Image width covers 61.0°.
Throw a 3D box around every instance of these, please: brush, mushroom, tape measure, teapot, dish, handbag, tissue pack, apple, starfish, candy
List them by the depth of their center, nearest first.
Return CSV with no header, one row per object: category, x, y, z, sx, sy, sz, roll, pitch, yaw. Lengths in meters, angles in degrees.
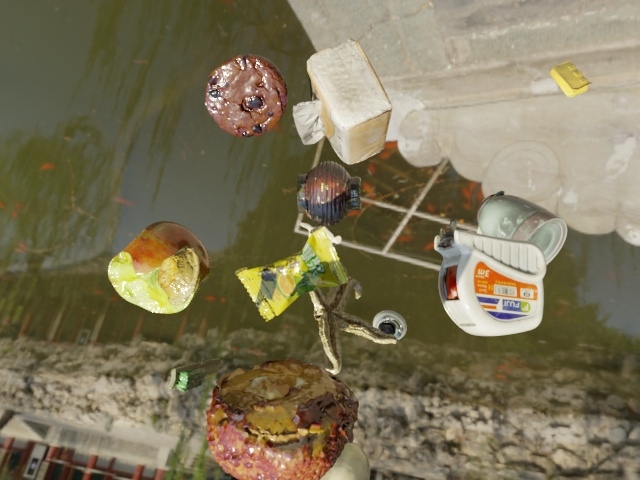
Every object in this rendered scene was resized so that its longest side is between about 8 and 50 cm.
handbag,0.576,-0.375,1.252,0.061,0.083,0.027,-23,158,-13
tape measure,0.406,0.098,1.311,0.258,0.265,0.130,8,170,-20
brush,-0.299,0.331,1.351,0.048,0.054,0.282,20,176,11
tissue pack,0.042,-0.329,1.414,0.239,0.238,0.305,10,173,5
apple,-0.414,0.078,1.438,0.226,0.246,0.246,45,147,-10
candy,-0.078,0.097,1.541,0.297,0.081,0.187,-25,104,17
mushroom,0.031,0.845,1.895,0.315,0.315,0.356,-3,153,29
starfish,0.097,0.295,1.969,0.324,0.432,0.082,7,128,-30
teapot,0.708,-0.020,2.049,0.233,0.312,0.314,3,119,-33
dish,0.275,0.363,2.209,0.141,0.141,0.078,6,-161,16

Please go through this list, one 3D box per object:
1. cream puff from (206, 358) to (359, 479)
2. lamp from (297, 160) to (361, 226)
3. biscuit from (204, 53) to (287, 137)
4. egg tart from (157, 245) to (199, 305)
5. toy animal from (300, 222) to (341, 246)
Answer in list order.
cream puff,-0.085,0.412,1.197,0.351,0.228,0.350,-3,-168,1
lamp,0.033,-0.164,1.903,0.247,0.247,0.247,10,155,5
biscuit,-0.167,-0.325,1.229,0.192,0.049,0.192,-2,120,-4
egg tart,-0.298,0.070,1.128,0.129,0.128,0.049,-13,156,42
toy animal,-0.015,0.002,2.261,0.184,0.104,0.185,36,166,4
